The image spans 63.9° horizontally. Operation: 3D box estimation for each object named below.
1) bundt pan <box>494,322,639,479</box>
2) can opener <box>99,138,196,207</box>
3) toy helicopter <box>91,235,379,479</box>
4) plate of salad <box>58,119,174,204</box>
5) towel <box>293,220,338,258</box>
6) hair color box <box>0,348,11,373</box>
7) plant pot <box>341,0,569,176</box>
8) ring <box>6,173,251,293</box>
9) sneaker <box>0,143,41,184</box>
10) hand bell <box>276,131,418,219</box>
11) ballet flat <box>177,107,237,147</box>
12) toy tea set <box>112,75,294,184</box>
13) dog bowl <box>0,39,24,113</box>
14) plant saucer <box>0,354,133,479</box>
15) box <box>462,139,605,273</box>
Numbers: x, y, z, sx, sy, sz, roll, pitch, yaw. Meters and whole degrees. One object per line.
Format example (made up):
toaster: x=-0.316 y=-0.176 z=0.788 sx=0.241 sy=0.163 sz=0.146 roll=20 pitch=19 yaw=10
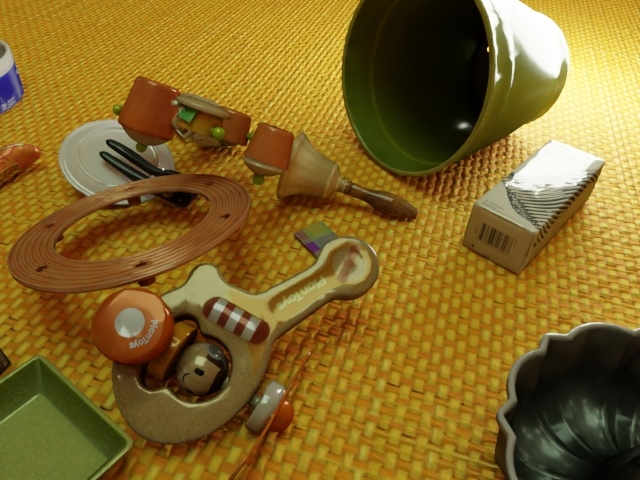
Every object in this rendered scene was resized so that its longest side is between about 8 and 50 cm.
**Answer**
bundt pan: x=0.328 y=0.247 z=0.510 sx=0.330 sy=0.124 sz=0.331 roll=1 pitch=43 yaw=-1
can opener: x=-0.307 y=-0.117 z=0.911 sx=0.186 sy=0.059 sz=0.073 roll=26 pitch=1 yaw=-4
toy helicopter: x=-0.069 y=0.116 z=0.621 sx=0.355 sy=0.140 sz=0.235 roll=-30 pitch=73 yaw=-16
plate of salad: x=-0.376 y=-0.143 z=0.954 sx=0.199 sy=0.048 sz=0.200 roll=12 pitch=53 yaw=-17
towel: x=0.000 y=0.000 z=0.853 sx=0.060 sy=0.009 sz=0.083 roll=-24 pitch=49 yaw=-27
hair color box: x=-0.485 y=0.119 z=0.641 sx=0.167 sy=0.093 sz=0.053 roll=16 pitch=45 yaw=15
plant pot: x=0.291 y=-0.332 z=1.018 sx=0.353 sy=0.367 sz=0.366 roll=-15 pitch=43 yaw=-35
ring: x=-0.263 y=-0.018 z=0.736 sx=0.336 sy=0.032 sz=0.337 roll=-7 pitch=28 yaw=4
sneaker: x=-0.595 y=-0.123 z=0.940 sx=0.175 sy=0.064 sz=0.067 roll=-34 pitch=73 yaw=-27
hand bell: x=0.056 y=-0.088 z=0.904 sx=0.242 sy=0.126 sz=0.126 roll=22 pitch=45 yaw=3
ballet flat: x=-0.247 y=-0.228 z=1.065 sx=0.213 sy=0.072 sz=0.068 roll=32 pitch=77 yaw=30
toy tea set: x=-0.199 y=-0.172 z=0.865 sx=0.200 sy=0.124 sz=0.336 roll=7 pitch=17 yaw=-48
dog bowl: x=-0.822 y=-0.361 z=1.147 sx=0.264 sy=0.104 sz=0.265 roll=1 pitch=43 yaw=-1
plant saucer: x=-0.328 y=0.241 z=0.547 sx=0.188 sy=0.045 sz=0.188 roll=28 pitch=48 yaw=26
box: x=0.368 y=-0.066 z=0.877 sx=0.113 sy=0.094 sz=0.275 roll=32 pitch=51 yaw=29
